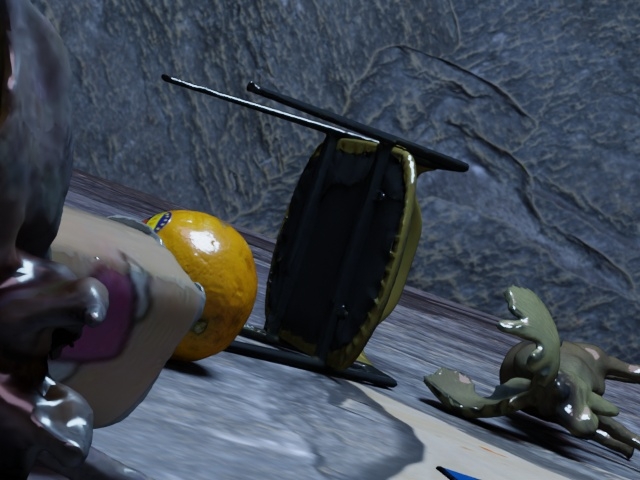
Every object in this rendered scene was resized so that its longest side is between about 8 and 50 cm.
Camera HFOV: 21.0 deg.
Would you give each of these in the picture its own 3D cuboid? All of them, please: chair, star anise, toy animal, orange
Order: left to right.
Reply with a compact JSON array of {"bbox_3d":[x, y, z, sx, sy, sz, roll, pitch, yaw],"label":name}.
[{"bbox_3d":[-0.041,0.037,0.461,0.218,0.148,0.227,26,-4,26],"label":"star anise"},{"bbox_3d":[-0.073,0.024,0.913,0.083,0.083,0.083,20,2,-1],"label":"orange"},{"bbox_3d":[0.000,0.000,1.139,0.247,0.158,0.172,17,1,-29],"label":"chair"},{"bbox_3d":[0.161,0.100,1.195,0.186,0.093,0.214,24,-6,-7],"label":"toy animal"}]

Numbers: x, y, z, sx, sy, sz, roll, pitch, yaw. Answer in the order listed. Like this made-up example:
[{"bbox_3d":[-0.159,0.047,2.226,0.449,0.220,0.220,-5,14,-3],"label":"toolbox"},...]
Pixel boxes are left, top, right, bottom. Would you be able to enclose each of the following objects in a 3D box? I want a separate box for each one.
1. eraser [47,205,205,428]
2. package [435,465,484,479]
[{"bbox_3d":[-0.193,-0.008,0.531,0.171,0.087,0.290,15,-1,42],"label":"eraser"},{"bbox_3d":[0.143,0.140,0.711,0.173,0.027,0.171,19,6,-12],"label":"package"}]
